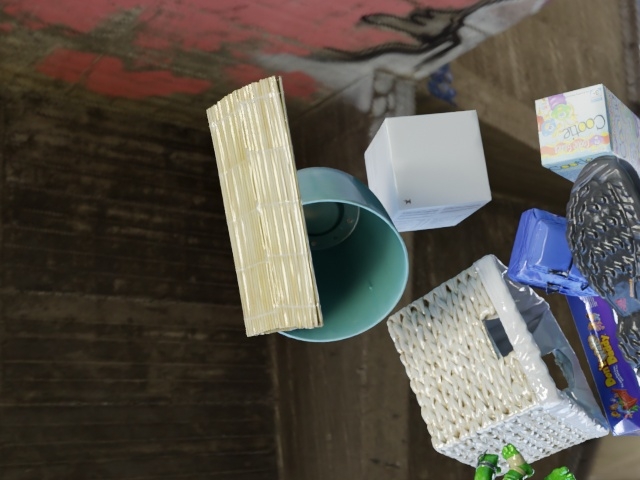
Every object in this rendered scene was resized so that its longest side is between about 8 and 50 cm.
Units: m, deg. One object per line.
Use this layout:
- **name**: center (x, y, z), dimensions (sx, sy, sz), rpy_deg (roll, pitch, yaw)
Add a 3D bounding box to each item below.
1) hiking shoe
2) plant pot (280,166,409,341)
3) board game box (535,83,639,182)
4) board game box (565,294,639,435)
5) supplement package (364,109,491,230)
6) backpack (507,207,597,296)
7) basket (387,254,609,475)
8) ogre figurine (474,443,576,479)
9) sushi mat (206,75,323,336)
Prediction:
- **hiking shoe**: center (0.312, 0.021, 0.816), dimensions (0.114, 0.086, 0.227), rpy_deg (-26, -82, -43)
- **plant pot**: center (0.000, 0.000, 1.560), dimensions (0.293, 0.293, 0.235), rpy_deg (40, -160, -23)
- **board game box**: center (0.573, -0.211, 1.785), dimensions (0.275, 0.144, 0.142), rpy_deg (12, -109, -55)
- **board game box**: center (0.619, 0.227, 1.766), dimensions (0.233, 0.078, 0.347), rpy_deg (19, -128, -54)
- **supplement package**: center (0.223, -0.141, 1.838), dimensions (0.198, 0.263, 0.199), rpy_deg (-6, -99, -8)
- **backpack**: center (0.297, 0.021, 1.013), dimensions (0.120, 0.101, 0.098), rpy_deg (15, -87, 0)
- **basket**: center (0.349, 0.261, 1.682), dimensions (0.331, 0.266, 0.328), rpy_deg (35, -151, -50)
- **ogre figurine**: center (0.320, 0.400, 1.339), dimensions (0.118, 0.197, 0.097), rpy_deg (-39, -38, -38)
- **sushi mat**: center (-0.073, -0.038, 1.079), dimensions (0.019, 0.151, 0.317), rpy_deg (-8, -92, -41)
